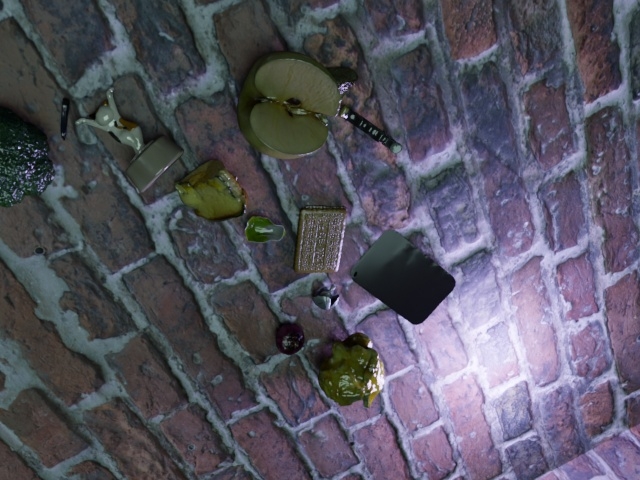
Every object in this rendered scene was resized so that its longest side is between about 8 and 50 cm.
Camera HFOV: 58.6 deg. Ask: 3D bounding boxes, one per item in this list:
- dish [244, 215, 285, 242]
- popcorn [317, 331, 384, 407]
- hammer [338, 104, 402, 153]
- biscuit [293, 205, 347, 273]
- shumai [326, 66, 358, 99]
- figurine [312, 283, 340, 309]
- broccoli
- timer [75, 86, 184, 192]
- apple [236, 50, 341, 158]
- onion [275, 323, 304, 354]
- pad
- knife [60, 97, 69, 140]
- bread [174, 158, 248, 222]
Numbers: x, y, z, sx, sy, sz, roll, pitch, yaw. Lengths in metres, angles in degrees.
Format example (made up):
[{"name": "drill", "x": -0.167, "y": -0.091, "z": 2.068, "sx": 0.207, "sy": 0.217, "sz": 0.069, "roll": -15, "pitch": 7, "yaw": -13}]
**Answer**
[{"name": "dish", "x": -0.187, "y": -0.038, "z": 1.899, "sx": 0.137, "sy": 0.039, "sz": 0.091, "roll": 9, "pitch": 108, "yaw": -22}, {"name": "popcorn", "x": 0.113, "y": 0.492, "z": 2.157, "sx": 0.276, "sy": 0.225, "sz": 0.277, "roll": -25, "pitch": 125, "yaw": -43}, {"name": "hammer", "x": 0.157, "y": -0.352, "z": 1.808, "sx": 0.226, "sy": 0.159, "sz": 0.041, "roll": 32, "pitch": 103, "yaw": -8}, {"name": "biscuit", "x": 0.000, "y": 0.000, "z": 1.983, "sx": 0.172, "sy": 0.029, "sz": 0.255, "roll": 0, "pitch": 116, "yaw": -16}, {"name": "shumai", "x": 0.054, "y": -0.467, "z": 1.732, "sx": 0.123, "sy": 0.099, "sz": 0.087, "roll": -9, "pitch": 135, "yaw": -10}, {"name": "figurine", "x": 0.021, "y": 0.208, "z": 2.072, "sx": 0.094, "sy": 0.086, "sz": 0.082, "roll": -22, "pitch": 113, "yaw": 44}, {"name": "broccoli", "x": -0.871, "y": -0.210, "z": 1.498, "sx": 0.297, "sy": 0.298, "sz": 0.297, "roll": 32, "pitch": 130, "yaw": -28}, {"name": "timer", "x": -0.541, "y": -0.289, "z": 1.617, "sx": 0.175, "sy": 0.175, "sz": 0.266, "roll": -42, "pitch": 104, "yaw": 6}, {"name": "apple", "x": -0.100, "y": -0.387, "z": 1.638, "sx": 0.257, "sy": 0.233, "sz": 0.295, "roll": 6, "pitch": 107, "yaw": -31}, {"name": "onion", "x": -0.109, "y": 0.363, "z": 2.091, "sx": 0.115, "sy": 0.104, "sz": 0.115, "roll": -8, "pitch": 107, "yaw": -27}, {"name": "pad", "x": 0.330, "y": 0.110, "z": 2.145, "sx": 0.375, "sy": 0.063, "sz": 0.315, "roll": 38, "pitch": 101, "yaw": -19}, {"name": "knife", "x": -0.714, "y": -0.336, "z": 1.591, "sx": 0.018, "sy": 0.031, "sz": 0.121, "roll": 8, "pitch": 119, "yaw": -21}, {"name": "bread", "x": -0.312, "y": -0.162, "z": 1.748, "sx": 0.174, "sy": 0.251, "sz": 0.133, "roll": 49, "pitch": 51, "yaw": -29}]
